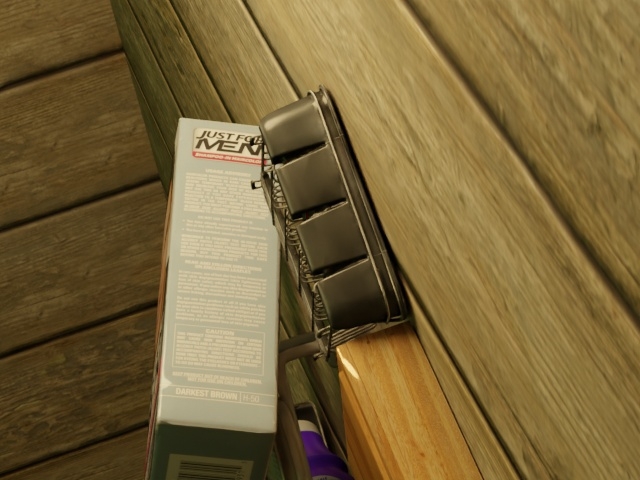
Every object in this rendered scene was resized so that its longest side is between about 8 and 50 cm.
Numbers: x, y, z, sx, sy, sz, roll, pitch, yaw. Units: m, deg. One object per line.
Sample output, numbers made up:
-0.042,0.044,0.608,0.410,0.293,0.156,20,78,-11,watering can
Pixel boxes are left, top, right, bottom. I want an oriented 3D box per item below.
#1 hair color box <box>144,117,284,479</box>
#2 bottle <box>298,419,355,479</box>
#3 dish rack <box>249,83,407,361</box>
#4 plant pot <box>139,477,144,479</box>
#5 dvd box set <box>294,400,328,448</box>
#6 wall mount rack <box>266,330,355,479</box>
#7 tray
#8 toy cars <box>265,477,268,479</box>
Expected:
-0.104,0.080,1.768,0.185,0.113,0.374,104,170,-48,hair color box
0.011,0.331,2.098,0.092,0.118,0.283,76,172,-46,bottle
0.000,0.000,1.593,0.271,0.074,0.208,99,152,-77,dish rack
-0.148,0.363,2.024,0.293,0.274,0.275,118,135,-58,plant pot
0.013,0.434,2.426,0.420,0.062,0.308,85,170,-63,dvd box set
0.019,0.248,1.859,0.350,0.130,0.304,165,90,-82,wall mount rack
0.116,0.290,1.445,0.203,0.076,0.411,83,165,-56,tray
-0.106,0.122,2.193,0.176,0.087,0.394,-79,-12,-56,toy cars
